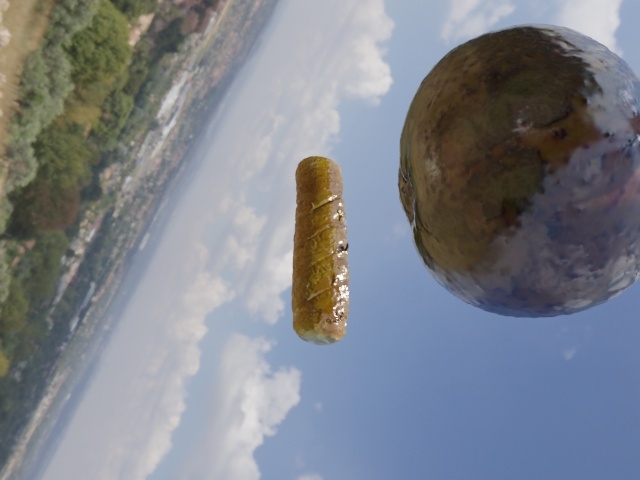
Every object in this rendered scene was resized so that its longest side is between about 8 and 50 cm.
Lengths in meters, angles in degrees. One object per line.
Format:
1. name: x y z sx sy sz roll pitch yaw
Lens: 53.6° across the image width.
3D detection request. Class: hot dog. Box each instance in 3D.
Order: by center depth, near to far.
1. hot dog: -0.002 0.002 0.863 0.061 0.088 0.285 101 -15 -59

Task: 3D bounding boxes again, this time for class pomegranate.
1. pomegranate: 0.249 -0.066 0.612 0.285 0.341 0.284 172 -90 -87
